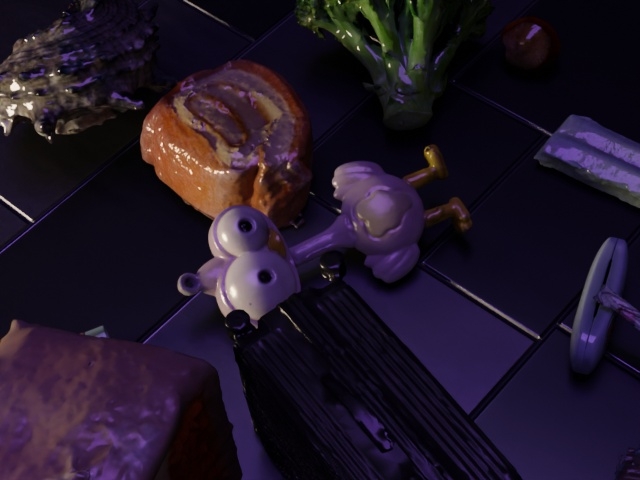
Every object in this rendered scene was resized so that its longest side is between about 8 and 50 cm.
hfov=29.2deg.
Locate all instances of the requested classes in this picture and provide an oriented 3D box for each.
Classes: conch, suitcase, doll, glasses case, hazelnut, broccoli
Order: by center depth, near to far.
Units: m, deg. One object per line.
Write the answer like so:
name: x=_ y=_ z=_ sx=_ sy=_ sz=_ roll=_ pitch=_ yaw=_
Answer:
suitcase: x=0.058 y=0.211 z=1.244 sx=0.152 sy=0.230 sz=0.335 roll=-31 pitch=55 yaw=-17
glasses case: x=0.324 y=0.074 z=1.425 sx=0.045 sy=0.067 sz=0.179 roll=15 pitch=55 yaw=16
doll: x=0.000 y=0.000 z=1.492 sx=0.365 sy=0.094 sz=0.160 roll=-20 pitch=81 yaw=-17
broccoli: x=0.099 y=-0.284 z=1.653 sx=0.269 sy=0.254 sz=0.269 roll=-5 pitch=80 yaw=26
conch: x=-0.322 y=-0.224 z=1.656 sx=0.240 sy=0.186 sz=0.313 roll=-22 pitch=28 yaw=41
hazelnut: x=0.291 y=-0.273 z=1.699 sx=0.086 sy=0.086 sz=0.086 roll=-3 pitch=52 yaw=4

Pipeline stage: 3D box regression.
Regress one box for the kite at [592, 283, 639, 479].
kite: x=0.445 y=0.168 z=1.329 sx=0.368 sy=0.014 sz=0.406 roll=40 pitch=60 yaw=17

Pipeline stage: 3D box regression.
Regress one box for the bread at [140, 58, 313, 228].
bread: x=-0.103 y=-0.122 z=1.590 sx=0.190 sy=0.123 sz=0.244 roll=-35 pitch=58 yaw=-22

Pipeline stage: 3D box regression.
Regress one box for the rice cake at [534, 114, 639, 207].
rice cake: x=0.391 y=-0.090 z=1.563 sx=0.226 sy=0.040 sz=0.085 roll=28 pitch=59 yaw=25

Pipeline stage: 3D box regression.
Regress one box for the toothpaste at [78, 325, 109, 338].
toothpaste: x=-0.346 y=0.156 z=1.455 sx=0.205 sy=0.036 sz=0.056 roll=-23 pitch=55 yaw=-7

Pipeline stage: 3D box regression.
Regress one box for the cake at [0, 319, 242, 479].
cake: x=-0.226 y=0.249 z=1.203 sx=0.230 sy=0.309 sz=0.237 roll=12 pitch=51 yaw=12
